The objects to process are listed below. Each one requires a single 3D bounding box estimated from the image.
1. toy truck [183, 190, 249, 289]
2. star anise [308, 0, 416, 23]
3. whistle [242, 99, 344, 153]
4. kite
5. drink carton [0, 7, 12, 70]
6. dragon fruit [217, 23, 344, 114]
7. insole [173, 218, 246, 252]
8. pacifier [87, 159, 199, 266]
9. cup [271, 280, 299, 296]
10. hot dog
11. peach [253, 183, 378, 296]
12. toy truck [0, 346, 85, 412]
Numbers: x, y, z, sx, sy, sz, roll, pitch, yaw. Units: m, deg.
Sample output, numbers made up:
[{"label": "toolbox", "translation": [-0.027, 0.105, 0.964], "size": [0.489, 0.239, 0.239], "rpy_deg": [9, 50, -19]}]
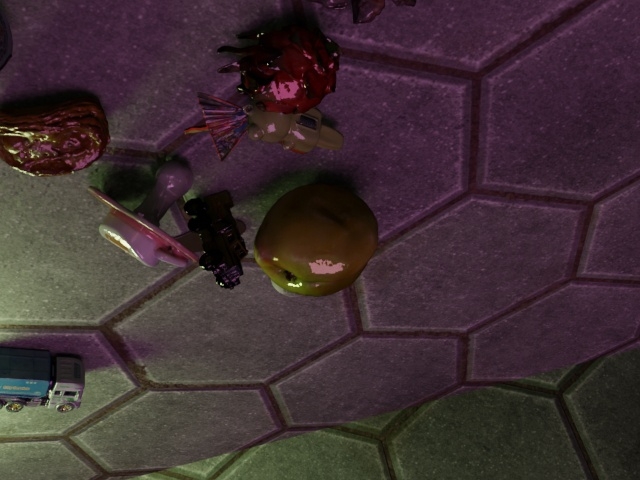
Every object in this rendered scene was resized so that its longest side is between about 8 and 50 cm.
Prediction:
[{"label": "toy truck", "translation": [-0.256, -0.003, 1.931], "size": [0.127, 0.257, 0.127], "rpy_deg": [-22, 143, 4]}, {"label": "star anise", "translation": [0.104, -0.551, 1.452], "size": [0.332, 0.117, 0.331], "rpy_deg": [-5, 143, -4]}, {"label": "whistle", "translation": [-0.063, -0.270, 1.767], "size": [0.288, 0.131, 0.106], "rpy_deg": [14, 165, -37]}, {"label": "kite", "translation": [-0.234, -0.268, 1.794], "size": [0.183, 0.014, 0.241], "rpy_deg": [-10, 145, -4]}, {"label": "drink carton", "translation": [-0.694, -0.371, 1.346], "size": [0.190, 0.185, 0.191], "rpy_deg": [-13, 130, 9]}, {"label": "dragon fruit", "translation": [-0.080, -0.358, 1.583], "size": [0.274, 0.192, 0.193], "rpy_deg": [-10, 153, 13]}, {"label": "insole", "translation": [-0.366, 0.006, 2.114], "size": [0.328, 0.007, 0.111], "rpy_deg": [-16, 143, 2]}, {"label": "pacifier", "translation": [-0.416, -0.057, 1.820], "size": [0.220, 0.332, 0.273], "rpy_deg": [-18, 130, -53]}, {"label": "cup", "translation": [-0.054, 0.068, 2.199], "size": [0.173, 0.134, 0.142], "rpy_deg": [-3, 140, -13]}, {"label": "hot dog", "translation": [-0.597, -0.224, 1.641], "size": [0.259, 0.114, 0.175], "rpy_deg": [-12, 143, -5]}, {"label": "peach", "translation": [-0.008, 0.001, 1.978], "size": [0.314, 0.315, 0.281], "rpy_deg": [21, 138, 9]}, {"label": "toy truck", "translation": [-0.934, 0.445, 2.381], "size": [0.367, 0.146, 0.175], "rpy_deg": [10, 133, -29]}]
